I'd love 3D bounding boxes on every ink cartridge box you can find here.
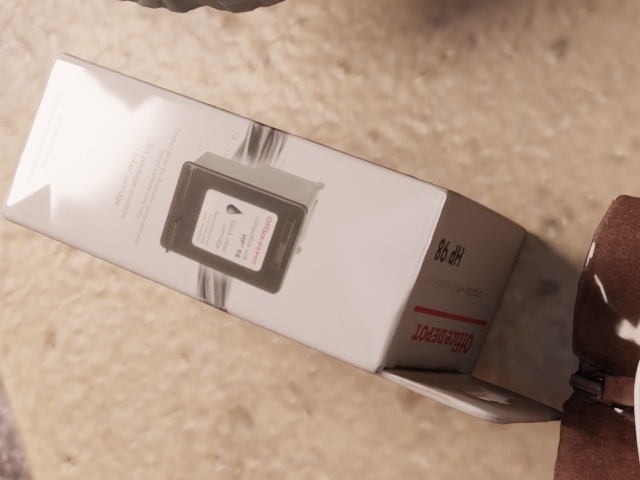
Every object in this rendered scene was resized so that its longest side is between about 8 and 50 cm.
[{"bbox_3d":[0.000,0.000,0.482,0.180,0.104,0.060,21,92,22],"label":"ink cartridge box"}]

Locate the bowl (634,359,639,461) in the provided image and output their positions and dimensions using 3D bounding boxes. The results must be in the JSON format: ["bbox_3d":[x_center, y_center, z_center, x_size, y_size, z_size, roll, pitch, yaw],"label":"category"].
[{"bbox_3d":[0.158,0.074,0.357,0.142,0.053,0.142,-17,73,27],"label":"bowl"}]

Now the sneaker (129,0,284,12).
[{"bbox_3d":[-0.002,-0.156,0.495,0.232,0.090,0.115,-16,62,-8],"label":"sneaker"}]

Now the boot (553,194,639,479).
[{"bbox_3d":[0.170,0.110,0.431,0.207,0.090,0.248,5,88,34],"label":"boot"}]
